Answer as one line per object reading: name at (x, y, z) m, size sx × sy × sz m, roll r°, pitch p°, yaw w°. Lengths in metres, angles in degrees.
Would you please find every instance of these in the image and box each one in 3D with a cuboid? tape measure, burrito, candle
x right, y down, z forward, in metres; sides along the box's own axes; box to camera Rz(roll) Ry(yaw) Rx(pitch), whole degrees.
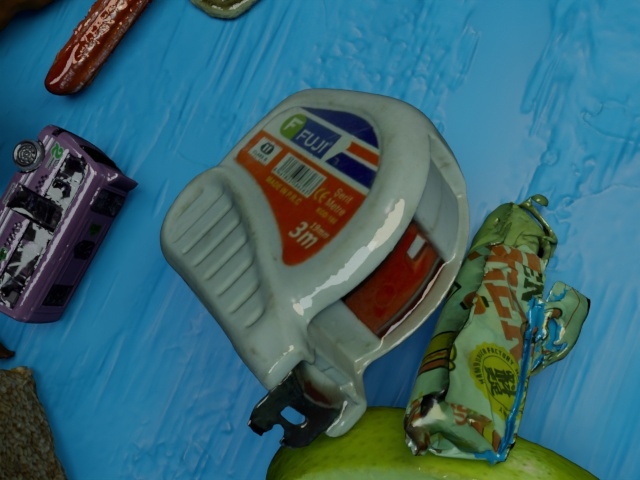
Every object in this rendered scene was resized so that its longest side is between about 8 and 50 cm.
tape measure at (-0.001, 0.001, 0.539) m, size 0.246 × 0.125 × 0.243 m, roll -44°, pitch 41°, yaw -5°
burrito at (0.142, 0.059, 0.499) m, size 0.104 × 0.288 × 0.054 m, roll 33°, pitch 132°, yaw 1°
candle at (-0.178, -0.283, 0.700) m, size 0.048 × 0.051 × 0.329 m, roll 36°, pitch 89°, yaw 17°

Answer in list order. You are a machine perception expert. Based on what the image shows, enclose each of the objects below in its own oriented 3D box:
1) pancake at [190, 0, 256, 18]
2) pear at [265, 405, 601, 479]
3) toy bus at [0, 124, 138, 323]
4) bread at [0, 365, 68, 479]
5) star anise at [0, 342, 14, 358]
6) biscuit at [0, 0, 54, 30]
pancake at (-0.093, -0.279, 0.701) m, size 0.108 × 0.017 × 0.108 m, roll -3°, pitch 76°, yaw 14°
pear at (0.070, 0.244, 0.496) m, size 0.292 × 0.159 × 0.292 m, roll 1°, pitch 93°, yaw 25°
toy bus at (-0.258, -0.013, 0.651) m, size 0.098 × 0.087 × 0.178 m, roll 28°, pitch 89°, yaw 13°
bread at (-0.302, 0.224, 0.563) m, size 0.110 × 0.184 × 0.234 m, roll -29°, pitch 74°, yaw 9°
star anise at (-0.466, 0.086, 0.595) m, size 0.148 × 0.346 × 0.237 m, roll 25°, pitch 108°, yaw 45°
biscuit at (-0.441, -0.393, 0.716) m, size 0.343 × 0.166 × 0.395 m, roll -35°, pitch 74°, yaw 1°
